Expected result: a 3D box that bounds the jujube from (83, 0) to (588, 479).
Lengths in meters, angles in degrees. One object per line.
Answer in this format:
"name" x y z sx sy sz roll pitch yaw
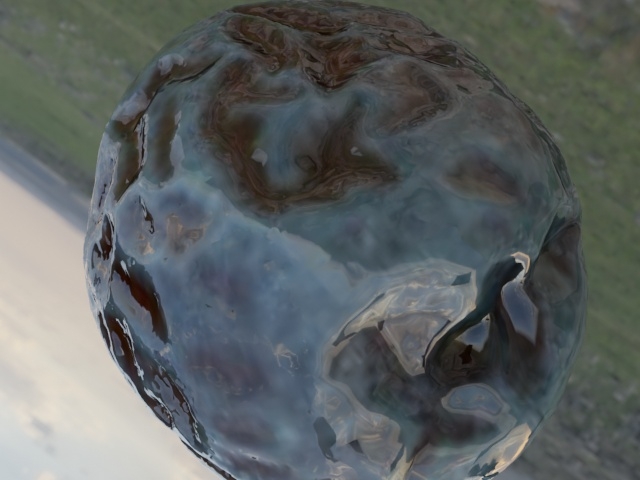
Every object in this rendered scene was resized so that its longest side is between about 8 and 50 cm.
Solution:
"jujube" -0.003 -0.008 0.744 0.215 0.246 0.308 51 172 -33
